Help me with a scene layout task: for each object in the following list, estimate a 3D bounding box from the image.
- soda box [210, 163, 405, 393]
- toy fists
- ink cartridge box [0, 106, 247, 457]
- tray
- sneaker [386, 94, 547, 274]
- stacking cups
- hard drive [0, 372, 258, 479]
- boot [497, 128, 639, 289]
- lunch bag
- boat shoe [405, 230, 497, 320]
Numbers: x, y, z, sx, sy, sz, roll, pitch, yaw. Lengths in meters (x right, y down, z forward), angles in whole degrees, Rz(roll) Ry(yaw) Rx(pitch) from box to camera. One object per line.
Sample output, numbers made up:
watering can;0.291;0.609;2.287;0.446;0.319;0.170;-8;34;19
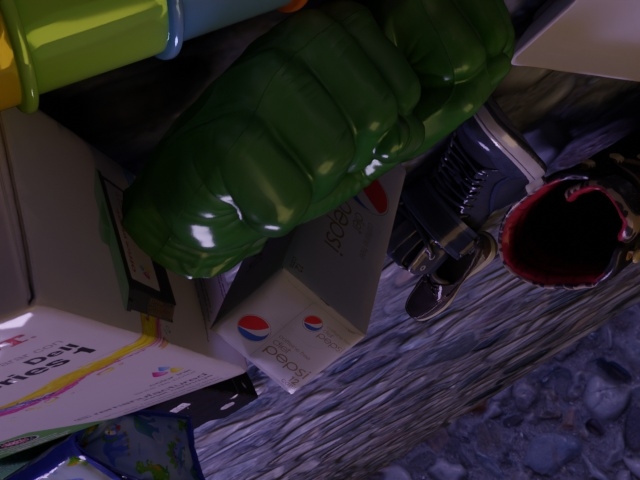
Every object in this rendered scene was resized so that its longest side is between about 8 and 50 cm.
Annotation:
soda box;0.000;0.000;0.656;0.074;0.069;0.216;-41;-164;30
toy fists;0.019;-0.076;0.532;0.279;0.096;0.142;-35;172;-45
ink cartridge box;-0.187;0.040;0.542;0.201;0.117;0.278;-20;163;9
tray;0.264;-0.191;0.778;0.270;0.030;0.145;-6;150;-49
sneaker;0.115;-0.043;0.857;0.163;0.086;0.226;-35;162;8
stacking cups;-0.054;-0.124;0.416;0.316;0.096;0.096;-23;160;-24
hard drive;-0.229;0.185;0.986;0.237;0.064;0.339;-32;162;9
boot;0.374;-0.074;0.963;0.284;0.138;0.377;-26;-179;-32
lunch bag;-0.203;0.215;0.875;0.129;0.096;0.151;-36;146;27
boat shoe;0.152;0.043;1.189;0.049;0.056;0.152;4;133;-50
